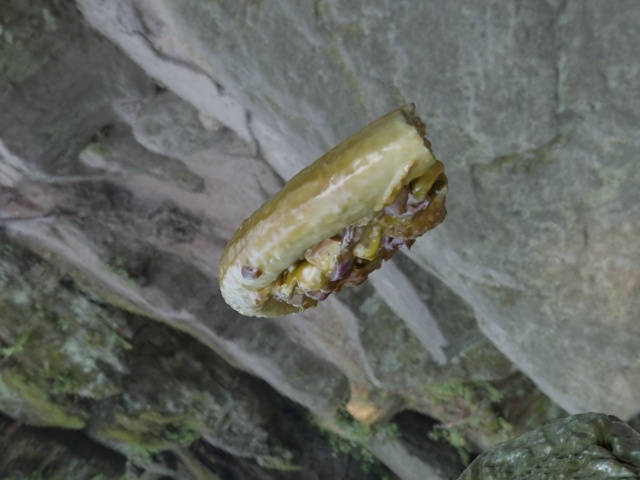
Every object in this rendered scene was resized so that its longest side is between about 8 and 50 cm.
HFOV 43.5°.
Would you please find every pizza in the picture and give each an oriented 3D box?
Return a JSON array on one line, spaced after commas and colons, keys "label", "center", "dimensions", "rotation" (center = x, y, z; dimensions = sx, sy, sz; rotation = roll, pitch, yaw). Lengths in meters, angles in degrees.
[{"label": "pizza", "center": [0.002, 0.002, 0.457], "dimensions": [0.058, 0.127, 0.246], "rotation": [59, 143, 7]}]

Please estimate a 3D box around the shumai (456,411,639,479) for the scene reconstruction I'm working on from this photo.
[{"label": "shumai", "center": [0.187, 0.253, 0.538], "dimensions": [0.222, 0.225, 0.261], "rotation": [46, 159, -8]}]
